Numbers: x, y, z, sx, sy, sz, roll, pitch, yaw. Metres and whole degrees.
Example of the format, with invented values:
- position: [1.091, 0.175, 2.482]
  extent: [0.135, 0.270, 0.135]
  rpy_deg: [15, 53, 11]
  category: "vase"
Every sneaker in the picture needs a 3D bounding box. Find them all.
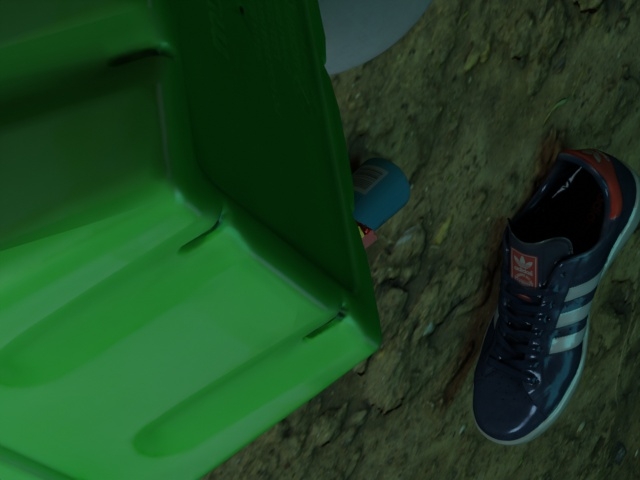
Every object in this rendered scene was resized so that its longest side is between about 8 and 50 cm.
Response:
- position: [0.239, 0.056, 1.755]
  extent: [0.148, 0.131, 0.350]
  rpy_deg: [23, 87, -57]
  category: "sneaker"

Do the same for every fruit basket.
- position: [-0.178, -0.038, 0.727]
  extent: [0.392, 0.392, 0.283]
  rpy_deg: [-61, 144, -8]
  category: "fruit basket"

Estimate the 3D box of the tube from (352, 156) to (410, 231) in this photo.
- position: [0.000, 0.000, 1.315]
  extent: [0.207, 0.080, 0.052]
  rpy_deg: [-41, 105, -41]
  category: "tube"

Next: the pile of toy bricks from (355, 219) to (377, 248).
- position: [-0.073, 0.024, 1.181]
  extent: [0.212, 0.118, 0.105]
  rpy_deg: [-39, 119, -13]
  category: "pile of toy bricks"

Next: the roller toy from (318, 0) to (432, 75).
- position: [-0.028, -0.201, 0.935]
  extent: [0.209, 0.191, 0.146]
  rpy_deg: [-43, 158, 10]
  category: "roller toy"
